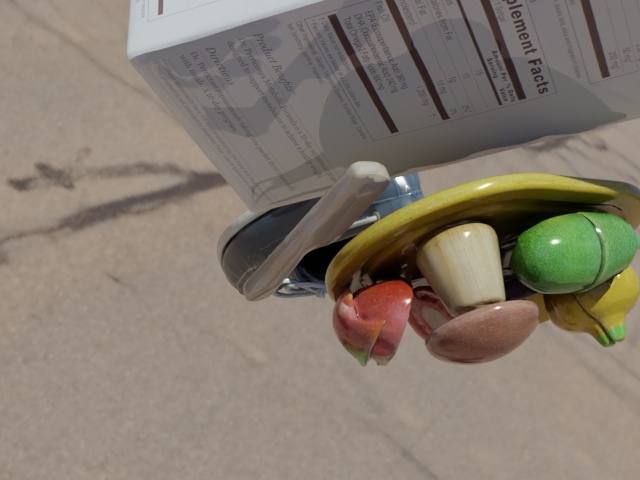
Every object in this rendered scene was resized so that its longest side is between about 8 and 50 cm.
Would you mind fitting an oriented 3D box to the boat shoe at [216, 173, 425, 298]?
[{"bbox_3d":[0.000,0.000,0.861,0.095,0.254,0.079,-10,73,-37],"label":"boat shoe"}]

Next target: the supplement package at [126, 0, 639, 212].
[{"bbox_3d":[0.054,-0.125,0.521,0.134,0.244,0.139,53,30,-53],"label":"supplement package"}]

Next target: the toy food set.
[{"bbox_3d":[0.076,0.029,0.538,0.218,0.128,0.071,1,61,-39],"label":"toy food set"}]
